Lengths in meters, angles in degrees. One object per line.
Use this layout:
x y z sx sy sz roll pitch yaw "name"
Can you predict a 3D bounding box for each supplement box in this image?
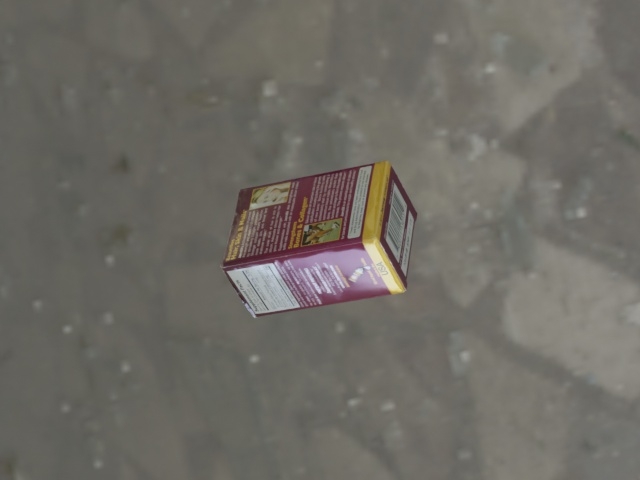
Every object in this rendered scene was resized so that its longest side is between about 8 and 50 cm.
0.000 0.000 0.961 0.083 0.055 0.043 -10 135 22 "supplement box"
